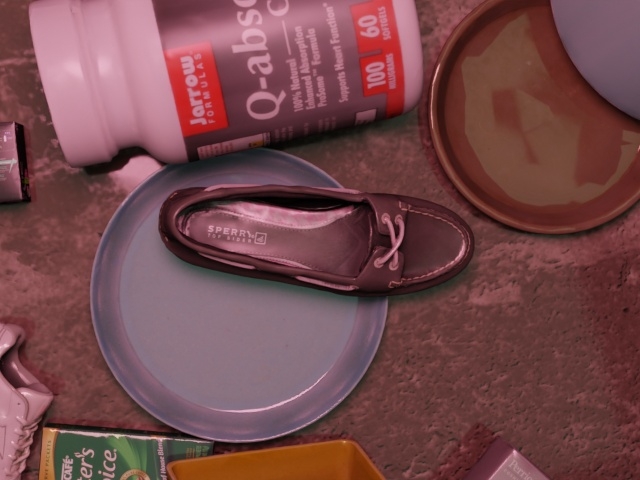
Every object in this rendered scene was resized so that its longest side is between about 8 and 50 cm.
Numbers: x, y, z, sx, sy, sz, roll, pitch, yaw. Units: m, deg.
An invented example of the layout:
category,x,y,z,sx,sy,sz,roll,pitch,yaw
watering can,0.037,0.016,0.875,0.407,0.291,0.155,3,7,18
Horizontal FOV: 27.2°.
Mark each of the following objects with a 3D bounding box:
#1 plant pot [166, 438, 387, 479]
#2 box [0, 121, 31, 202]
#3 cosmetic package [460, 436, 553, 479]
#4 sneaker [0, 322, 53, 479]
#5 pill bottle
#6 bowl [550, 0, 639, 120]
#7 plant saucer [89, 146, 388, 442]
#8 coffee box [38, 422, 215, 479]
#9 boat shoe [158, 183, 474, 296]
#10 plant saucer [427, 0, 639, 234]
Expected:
category,x,y,z,sx,sy,sz,roll,pitch,yaw
plant pot,-0.032,0.343,1.351,0.212,0.212,0.187,-4,110,-20
box,-0.338,-0.081,1.394,0.052,0.062,0.083,-6,91,-4
cosmetic package,0.170,0.342,1.428,0.127,0.107,0.238,39,91,-2
sneaker,-0.330,0.194,1.374,0.115,0.090,0.232,-10,93,11
pill bottle,-0.094,-0.193,1.342,0.363,0.210,0.210,-13,92,-5
bowl,0.414,-0.283,1.384,0.312,0.163,0.311,2,82,-13
plant saucer,-0.087,0.057,1.430,0.318,0.044,0.317,0,92,-5
coffee box,-0.210,0.259,1.421,0.184,0.040,0.113,7,90,-5
boat shoe,0.000,0.000,1.367,0.335,0.095,0.112,5,90,-5
plant saucer,0.253,-0.145,1.459,0.278,0.041,0.277,0,91,-5
